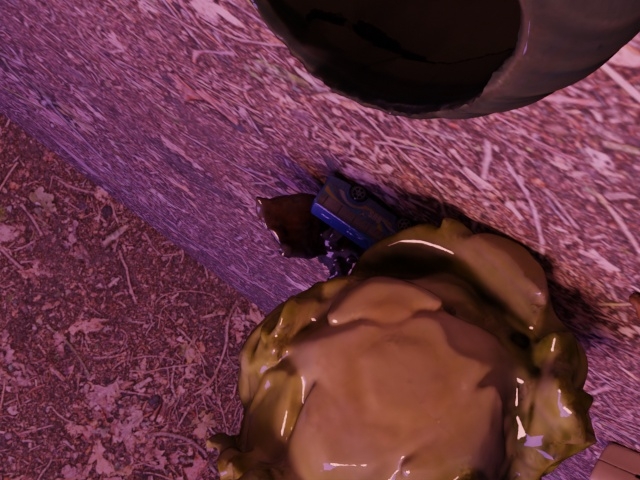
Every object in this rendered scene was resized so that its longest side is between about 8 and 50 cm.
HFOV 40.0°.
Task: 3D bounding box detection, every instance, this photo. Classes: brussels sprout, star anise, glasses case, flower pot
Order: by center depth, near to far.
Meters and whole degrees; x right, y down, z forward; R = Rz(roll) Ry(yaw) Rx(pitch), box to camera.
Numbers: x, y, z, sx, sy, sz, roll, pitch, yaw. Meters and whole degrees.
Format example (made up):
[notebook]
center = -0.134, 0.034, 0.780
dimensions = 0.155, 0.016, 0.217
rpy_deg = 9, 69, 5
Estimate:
[flower pot]
center = 0.047, -0.150, 0.385
dimensions = 0.243, 0.157, 0.189
rpy_deg = 19, 162, 51
[brussels sprout]
center = 0.089, 0.204, 1.024
dimensions = 0.342, 0.425, 0.361
rpy_deg = 58, 175, 16
[star anise]
center = 0.000, 0.001, 1.236
dimensions = 0.198, 0.110, 0.257
rpy_deg = 24, 173, -1
[glasses case]
center = 0.589, 0.425, 1.370
dimensions = 0.144, 0.076, 0.336
rpy_deg = 41, 167, -27

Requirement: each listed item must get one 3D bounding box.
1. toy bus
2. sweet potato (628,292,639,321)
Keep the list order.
[toy bus]
center = 0.061, -0.020, 1.100
dimensions = 0.153, 0.061, 0.051
rpy_deg = 36, 163, 4
[sweet potato]
center = 0.404, 0.148, 0.820
dimensions = 0.281, 0.059, 0.067
rpy_deg = 29, 158, 20
